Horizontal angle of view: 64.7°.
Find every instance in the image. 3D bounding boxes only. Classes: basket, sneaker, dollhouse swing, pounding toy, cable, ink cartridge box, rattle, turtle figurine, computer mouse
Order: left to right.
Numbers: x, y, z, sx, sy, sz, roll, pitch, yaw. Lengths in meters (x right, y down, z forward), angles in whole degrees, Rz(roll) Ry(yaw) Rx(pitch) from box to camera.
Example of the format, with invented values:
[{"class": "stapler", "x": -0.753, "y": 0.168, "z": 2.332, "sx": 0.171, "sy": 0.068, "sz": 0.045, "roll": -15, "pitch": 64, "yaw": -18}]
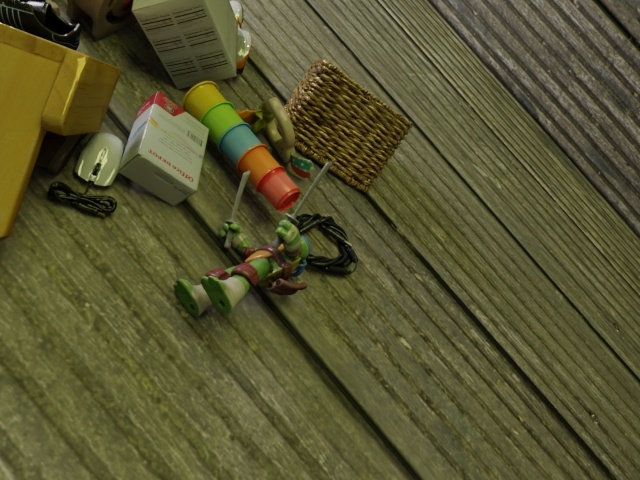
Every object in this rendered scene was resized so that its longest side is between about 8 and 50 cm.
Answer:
[{"class": "dollhouse swing", "x": -0.537, "y": -0.184, "z": 0.752, "sx": 0.346, "sy": 0.305, "sz": 0.315, "roll": 17, "pitch": 10, "yaw": -13}, {"class": "sneaker", "x": -0.556, "y": -0.421, "z": 0.917, "sx": 0.232, "sy": 0.090, "sz": 0.081, "roll": 26, "pitch": 45, "yaw": -35}, {"class": "sneaker", "x": -0.447, "y": -0.200, "z": 0.877, "sx": 0.071, "sy": 0.066, "sz": 0.188, "roll": 27, "pitch": 45, "yaw": -20}, {"class": "pounding toy", "x": -0.473, "y": -0.531, "z": 1.041, "sx": 0.155, "sy": 0.154, "sz": 0.269, "roll": 39, "pitch": 42, "yaw": -10}, {"class": "computer mouse", "x": -0.393, "y": -0.132, "z": 0.888, "sx": 0.106, "sy": 0.042, "sz": 0.193, "roll": 21, "pitch": 48, "yaw": -25}, {"class": "ink cartridge box", "x": -0.293, "y": -0.173, "z": 0.957, "sx": 0.127, "sy": 0.072, "sz": 0.175, "roll": 36, "pitch": 40, "yaw": -38}, {"class": "sneaker", "x": -0.252, "y": -0.519, "z": 1.272, "sx": 0.121, "sy": 0.099, "sz": 0.262, "roll": 3, "pitch": 50, "yaw": -29}, {"class": "turtle figurine", "x": -0.132, "y": 0.000, "z": 0.896, "sx": 0.197, "sy": 0.275, "sz": 0.266, "roll": 23, "pitch": 40, "yaw": 26}, {"class": "rattle", "x": -0.118, "y": -0.216, "z": 1.162, "sx": 0.142, "sy": 0.130, "sz": 0.200, "roll": -30, "pitch": 107, "yaw": -37}, {"class": "cable", "x": 0.000, "y": 0.000, "z": 1.108, "sx": 0.184, "sy": 0.047, "sz": 0.151, "roll": 12, "pitch": 52, "yaw": -32}, {"class": "basket", "x": 0.050, "y": -0.307, "z": 1.349, "sx": 0.299, "sy": 0.223, "sz": 0.213, "roll": 30, "pitch": 12, "yaw": -18}]

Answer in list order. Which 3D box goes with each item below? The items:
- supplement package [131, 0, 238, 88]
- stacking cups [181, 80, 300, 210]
[{"class": "supplement package", "x": -0.281, "y": -0.481, "z": 1.090, "sx": 0.203, "sy": 0.149, "sz": 0.194, "roll": 68, "pitch": 14, "yaw": -57}, {"class": "stacking cups", "x": -0.166, "y": -0.189, "z": 1.059, "sx": 0.096, "sy": 0.096, "sz": 0.316, "roll": -25, "pitch": 72, "yaw": -47}]
